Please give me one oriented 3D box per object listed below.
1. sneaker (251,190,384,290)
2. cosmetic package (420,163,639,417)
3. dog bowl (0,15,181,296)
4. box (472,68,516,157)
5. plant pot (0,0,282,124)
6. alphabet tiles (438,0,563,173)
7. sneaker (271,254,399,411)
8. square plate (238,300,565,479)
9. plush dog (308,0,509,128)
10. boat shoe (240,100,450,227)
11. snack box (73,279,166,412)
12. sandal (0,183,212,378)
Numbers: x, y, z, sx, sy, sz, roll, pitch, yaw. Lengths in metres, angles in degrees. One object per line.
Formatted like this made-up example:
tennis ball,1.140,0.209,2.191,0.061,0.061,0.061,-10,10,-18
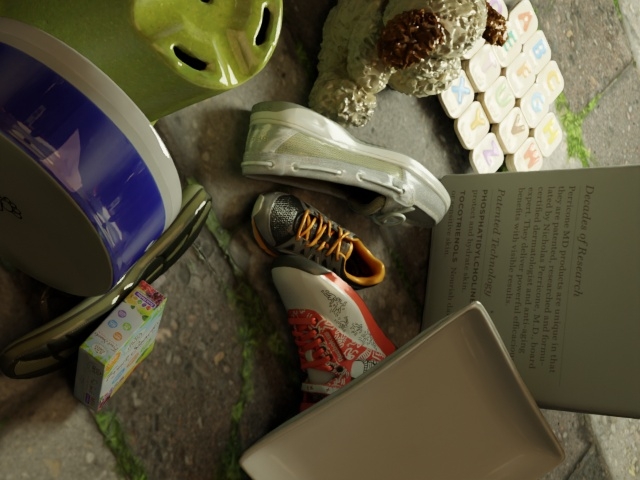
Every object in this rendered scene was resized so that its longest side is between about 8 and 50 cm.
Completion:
sneaker,0.000,0.000,1.360,0.215,0.083,0.084,33,69,-37
cosmetic package,0.401,0.087,1.524,0.329,0.394,0.327,15,79,-43
dog bowl,-0.266,-0.071,0.985,0.104,0.265,0.265,-54,123,-28
box,0.281,-0.220,1.664,0.116,0.029,0.162,15,80,-42
plant pot,-0.184,-0.227,1.071,0.276,0.254,0.275,1,89,-44
alphabet tiles,0.288,-0.236,1.638,0.278,0.021,0.284,-47,118,-33
sneaker,0.007,0.148,1.359,0.270,0.090,0.145,49,56,-34
square plate,0.114,0.271,1.365,0.347,0.049,0.344,-33,127,0
plush dog,0.116,-0.274,1.373,0.262,0.225,0.210,-26,107,-40
boat shoe,0.035,-0.076,1.373,0.320,0.118,0.103,25,73,-36
snack box,-0.214,0.115,1.122,0.037,0.141,0.100,35,58,5
sandal,-0.235,0.036,1.136,0.086,0.120,0.303,40,57,3
